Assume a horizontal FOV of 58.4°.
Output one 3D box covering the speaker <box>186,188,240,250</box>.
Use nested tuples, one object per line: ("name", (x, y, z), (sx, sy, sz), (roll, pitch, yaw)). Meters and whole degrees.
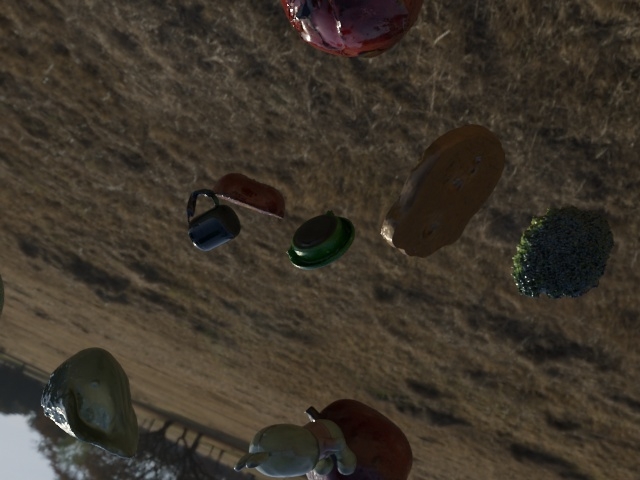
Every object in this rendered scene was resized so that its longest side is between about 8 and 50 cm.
("speaker", (-0.179, -0.034, 0.917), (0.075, 0.060, 0.094), (-25, 111, 23))

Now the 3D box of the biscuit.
("biscuit", (0.313, -0.120, 1.433), (0.062, 0.365, 0.385), (40, -160, 33))

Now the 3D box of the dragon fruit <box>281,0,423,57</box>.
("dragon fruit", (0.061, -0.502, 1.091), (0.296, 0.295, 0.302), (5, -176, 37))

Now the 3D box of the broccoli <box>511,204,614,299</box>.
("broccoli", (0.536, 0.032, 1.273), (0.198, 0.176, 0.226), (40, 116, 4))

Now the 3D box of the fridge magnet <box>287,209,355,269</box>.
("fridge magnet", (0.000, 0.000, 1.643), (0.208, 0.208, 0.088), (3, 137, 39))

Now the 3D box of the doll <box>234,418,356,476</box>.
("doll", (-0.049, 0.415, 1.153), (0.275, 0.113, 0.155), (20, 152, -41))

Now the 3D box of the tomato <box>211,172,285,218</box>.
("tomato", (-0.192, -0.129, 1.581), (0.225, 0.084, 0.225), (22, 179, 0))

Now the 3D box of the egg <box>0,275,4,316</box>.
("egg", (-0.675, 0.132, 0.843), (0.276, 0.389, 0.276), (40, 148, 32))

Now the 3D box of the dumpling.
("dumpling", (-0.322, 0.229, 0.795), (0.108, 0.152, 0.219), (-11, -169, -6))

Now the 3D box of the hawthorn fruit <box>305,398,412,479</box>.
("hawthorn fruit", (0.079, 0.533, 1.450), (0.307, 0.265, 0.265), (51, 155, 3))
